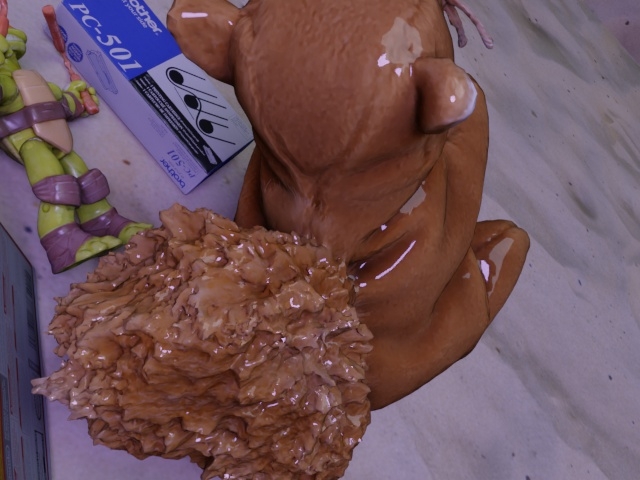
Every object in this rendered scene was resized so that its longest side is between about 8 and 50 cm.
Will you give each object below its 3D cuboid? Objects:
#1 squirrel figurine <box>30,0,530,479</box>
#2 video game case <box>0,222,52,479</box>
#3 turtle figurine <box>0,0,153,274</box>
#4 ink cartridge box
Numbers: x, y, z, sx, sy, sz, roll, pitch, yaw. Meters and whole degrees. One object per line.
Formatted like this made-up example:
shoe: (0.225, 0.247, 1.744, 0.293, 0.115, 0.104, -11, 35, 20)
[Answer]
squirrel figurine: (0.000, 0.000, 0.521, 0.281, 0.370, 0.397, 27, 65, 14)
video game case: (-0.199, 0.058, 0.399, 0.025, 0.285, 0.204, -9, 68, -11)
turtle figurine: (-0.223, -0.084, 0.554, 0.269, 0.087, 0.217, -122, -173, -85)
ink cartridge box: (-0.165, -0.154, 0.718, 0.207, 0.046, 0.097, 50, 40, -7)
